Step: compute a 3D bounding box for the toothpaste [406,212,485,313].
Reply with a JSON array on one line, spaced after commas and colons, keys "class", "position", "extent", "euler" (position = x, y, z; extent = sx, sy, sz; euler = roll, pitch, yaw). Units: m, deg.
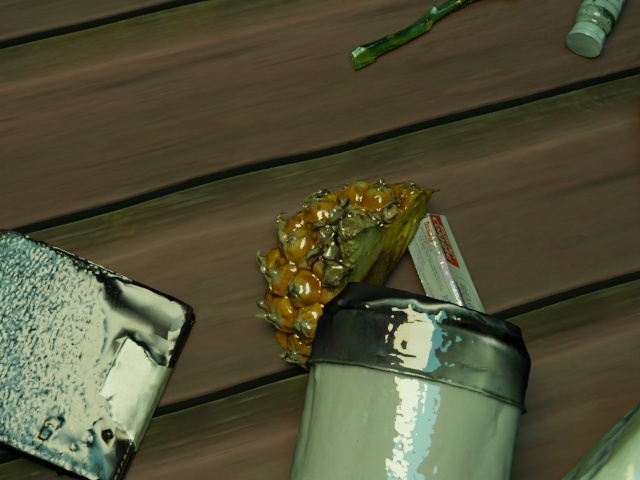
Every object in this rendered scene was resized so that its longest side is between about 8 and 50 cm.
[{"class": "toothpaste", "position": [0.148, 0.064, 1.129], "extent": [0.040, 0.047, 0.196], "euler": [-33, 67, 32]}]

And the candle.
[{"class": "candle", "position": [0.074, 0.221, 0.975], "extent": [0.221, 0.221, 0.342], "euler": [12, 79, 3]}]

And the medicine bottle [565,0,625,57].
[{"class": "medicine bottle", "position": [0.368, -0.320, 1.287], "extent": [0.051, 0.051, 0.191], "euler": [27, 71, 8]}]

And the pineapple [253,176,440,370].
[{"class": "pineapple", "position": [-0.003, 0.005, 1.085], "extent": [0.140, 0.164, 0.249], "euler": [33, 92, 20]}]

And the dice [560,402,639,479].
[{"class": "dice", "position": [0.364, 0.287, 0.939], "extent": [0.262, 0.264, 0.268], "euler": [-42, 77, -15]}]

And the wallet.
[{"class": "wallet", "position": [-0.294, 0.121, 1.089], "extent": [0.262, 0.071, 0.220], "euler": [23, 69, 0]}]

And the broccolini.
[{"class": "broccolini", "position": [0.145, -0.291, 1.268], "extent": [0.254, 0.057, 0.071], "euler": [-30, 30, -16]}]
